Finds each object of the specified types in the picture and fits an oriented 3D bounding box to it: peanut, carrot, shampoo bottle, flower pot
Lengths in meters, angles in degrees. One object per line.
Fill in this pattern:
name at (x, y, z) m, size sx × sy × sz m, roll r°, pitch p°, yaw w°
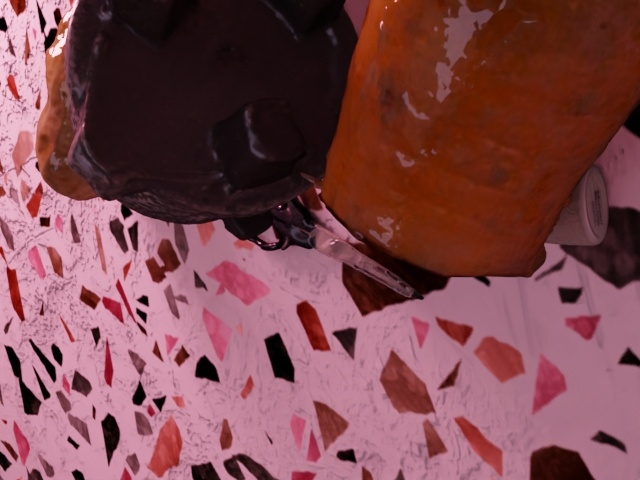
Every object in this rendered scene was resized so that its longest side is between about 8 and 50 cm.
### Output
peanut at (-0.311, -0.178, 1.351) m, size 0.137 × 0.122 × 0.253 m, roll 40°, pitch 128°, yaw 44°
carrot at (0.134, -0.144, 0.755) m, size 0.224 × 0.224 × 0.341 m, roll 40°, pitch 121°, yaw 33°
shampoo bottle at (0.165, -0.031, 0.913) m, size 0.190 × 0.041 × 0.069 m, roll 1°, pitch 106°, yaw 49°
flower pot at (-0.113, -0.138, 0.966) m, size 0.283 × 0.299 × 0.299 m, roll -28°, pitch 80°, yaw 67°

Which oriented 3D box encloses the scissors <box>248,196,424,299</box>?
scissors at (0.000, 0.000, 1.130) m, size 0.300 × 0.022 × 0.109 m, roll 32°, pitch 129°, yaw 38°
